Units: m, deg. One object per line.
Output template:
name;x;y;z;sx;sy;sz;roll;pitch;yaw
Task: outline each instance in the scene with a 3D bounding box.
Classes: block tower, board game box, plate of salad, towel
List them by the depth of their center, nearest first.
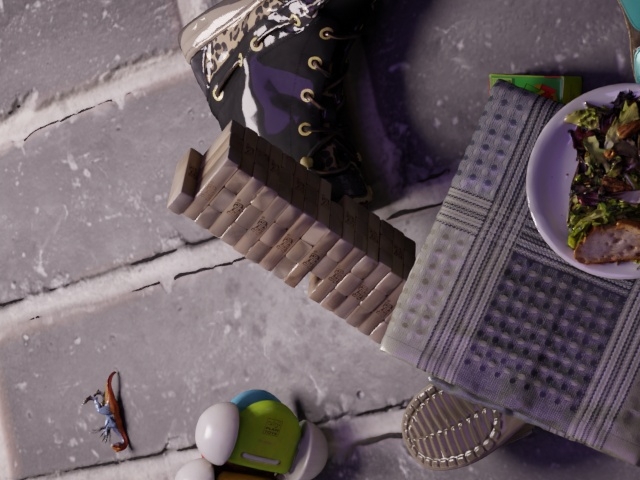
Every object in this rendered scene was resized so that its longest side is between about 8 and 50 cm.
plate of salad;0.301;-0.062;1.694;0.200;0.048;0.199;-3;79;17
towel;0.252;0.034;1.745;0.312;0.056;0.324;24;87;19
board game box;0.227;-0.087;1.839;0.092;0.043;0.181;6;97;36
block tower;0.000;0.000;1.863;0.335;0.091;0.097;32;120;-17

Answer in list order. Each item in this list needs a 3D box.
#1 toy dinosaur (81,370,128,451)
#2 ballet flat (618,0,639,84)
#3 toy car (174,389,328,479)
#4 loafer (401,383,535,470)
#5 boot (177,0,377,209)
toy dinosaur;-0.276;0.234;2.252;0.082;0.047;0.090;42;107;7
ballet flat;0.344;-0.212;1.719;0.073;0.067;0.206;-1;116;38
toy car;-0.089;0.259;2.062;0.136;0.159;0.182;-116;44;-61
loafer;0.204;0.168;1.844;0.268;0.092;0.102;-33;72;32
boot;0.003;-0.171;1.945;0.377;0.138;0.284;-21;79;40
